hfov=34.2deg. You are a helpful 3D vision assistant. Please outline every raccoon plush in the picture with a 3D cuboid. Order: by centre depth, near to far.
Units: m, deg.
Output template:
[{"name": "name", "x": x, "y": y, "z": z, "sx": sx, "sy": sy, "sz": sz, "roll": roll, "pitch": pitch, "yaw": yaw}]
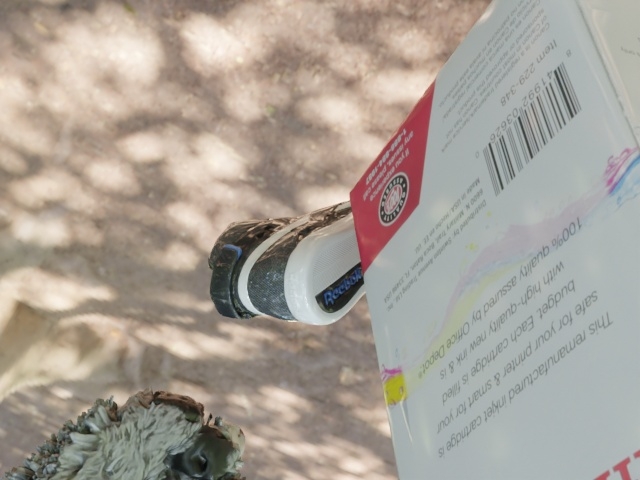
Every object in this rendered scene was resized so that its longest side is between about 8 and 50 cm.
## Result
[{"name": "raccoon plush", "x": -0.265, "y": 0.270, "z": 1.017, "sx": 0.446, "sy": 0.216, "sz": 0.299, "roll": -7, "pitch": 172, "yaw": -25}]

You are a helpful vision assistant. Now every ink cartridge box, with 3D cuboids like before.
[{"name": "ink cartridge box", "x": 0.135, "y": 0.038, "z": 0.531, "sx": 0.131, "sy": 0.306, "sz": 0.226, "roll": 11, "pitch": 141, "yaw": -27}]

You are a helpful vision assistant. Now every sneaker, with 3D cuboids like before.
[{"name": "sneaker", "x": 0.000, "y": 0.000, "z": 0.761, "sx": 0.121, "sy": 0.217, "sz": 0.079, "roll": 2, "pitch": 104, "yaw": 33}]
